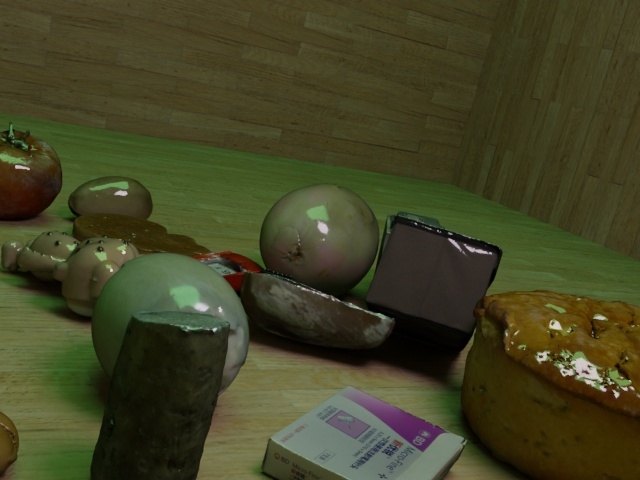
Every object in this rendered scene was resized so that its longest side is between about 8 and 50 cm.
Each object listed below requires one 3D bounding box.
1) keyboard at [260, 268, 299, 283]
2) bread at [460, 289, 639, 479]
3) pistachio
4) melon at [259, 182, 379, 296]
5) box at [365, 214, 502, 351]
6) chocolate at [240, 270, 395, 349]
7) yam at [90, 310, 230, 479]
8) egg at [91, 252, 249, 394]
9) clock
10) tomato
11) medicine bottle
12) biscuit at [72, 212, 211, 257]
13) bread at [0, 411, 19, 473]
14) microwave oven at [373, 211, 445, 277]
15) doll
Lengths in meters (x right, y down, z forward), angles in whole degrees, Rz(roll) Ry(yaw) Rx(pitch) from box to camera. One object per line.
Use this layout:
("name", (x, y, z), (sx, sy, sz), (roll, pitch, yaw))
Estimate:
("keyboard", (-0.034, 0.092, 1.310), (0.074, 0.015, 0.196), (10, -18, 26))
("bread", (0.375, 0.198, 1.049), (0.398, 0.215, 0.398), (12, 14, -3))
("pistachio", (-0.456, -0.083, 1.646), (0.185, 0.126, 0.108), (1, -25, -33))
("melon", (0.000, 0.000, 1.470), (0.223, 0.223, 0.317), (16, 14, 12))
("box", (0.186, 0.084, 1.280), (0.188, 0.153, 0.252), (18, -12, 8))
("chocolate", (-0.014, 0.127, 1.212), (0.253, 0.080, 0.157), (19, -12, -4))
("yam", (-0.154, 0.153, 0.743), (0.107, 0.194, 0.107), (15, 15, -4))
("egg", (-0.189, 0.103, 0.937), (0.183, 0.183, 0.217), (7, 15, -25))
("clock", (-0.191, 0.067, 1.368), (0.113, 0.061, 0.155), (25, 21, 40))
("tomato", (-0.606, -0.129, 1.521), (0.155, 0.181, 0.214), (22, 19, 14))
("medicine bottle", (0.055, 0.247, 0.874), (0.171, 0.052, 0.201), (20, 16, 26))
("biscuit", (-0.356, 0.002, 1.502), (0.288, 0.044, 0.202), (19, 15, 16))
("bread", (-0.375, 0.175, 0.696), (0.189, 0.077, 0.114), (13, 17, -15))
("microwave oven", (0.187, 0.046, 1.549), (0.145, 0.194, 0.240), (16, 11, 3))
("doll", (-0.380, 0.042, 1.193), (0.278, 0.119, 0.154), (12, 8, 39))
